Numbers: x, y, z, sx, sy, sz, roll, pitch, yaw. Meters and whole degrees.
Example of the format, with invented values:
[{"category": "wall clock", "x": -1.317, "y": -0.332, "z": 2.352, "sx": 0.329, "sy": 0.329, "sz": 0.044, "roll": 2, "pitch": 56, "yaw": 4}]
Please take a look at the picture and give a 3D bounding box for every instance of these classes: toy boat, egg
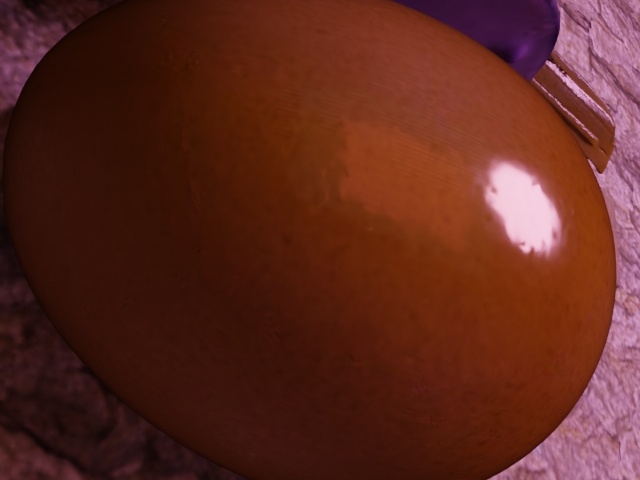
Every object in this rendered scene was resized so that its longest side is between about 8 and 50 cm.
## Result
[{"category": "toy boat", "x": 0.184, "y": -0.143, "z": 0.787, "sx": 0.226, "sy": 0.088, "sz": 0.068, "roll": 41, "pitch": 27, "yaw": -13}, {"category": "egg", "x": 0.000, "y": 0.000, "z": 0.439, "sx": 0.322, "sy": 0.250, "sz": 0.250, "roll": 25, "pitch": 55, "yaw": -22}]

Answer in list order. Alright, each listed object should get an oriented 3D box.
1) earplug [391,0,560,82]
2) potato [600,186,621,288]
[{"category": "earplug", "x": 0.015, "y": -0.312, "z": 0.645, "sx": 0.215, "sy": 0.215, "sz": 0.456, "roll": 9, "pitch": 62, "yaw": -41}, {"category": "potato", "x": 0.240, "y": -0.006, "z": 0.808, "sx": 0.086, "sy": 0.061, "sz": 0.122, "roll": 32, "pitch": 50, "yaw": -27}]
